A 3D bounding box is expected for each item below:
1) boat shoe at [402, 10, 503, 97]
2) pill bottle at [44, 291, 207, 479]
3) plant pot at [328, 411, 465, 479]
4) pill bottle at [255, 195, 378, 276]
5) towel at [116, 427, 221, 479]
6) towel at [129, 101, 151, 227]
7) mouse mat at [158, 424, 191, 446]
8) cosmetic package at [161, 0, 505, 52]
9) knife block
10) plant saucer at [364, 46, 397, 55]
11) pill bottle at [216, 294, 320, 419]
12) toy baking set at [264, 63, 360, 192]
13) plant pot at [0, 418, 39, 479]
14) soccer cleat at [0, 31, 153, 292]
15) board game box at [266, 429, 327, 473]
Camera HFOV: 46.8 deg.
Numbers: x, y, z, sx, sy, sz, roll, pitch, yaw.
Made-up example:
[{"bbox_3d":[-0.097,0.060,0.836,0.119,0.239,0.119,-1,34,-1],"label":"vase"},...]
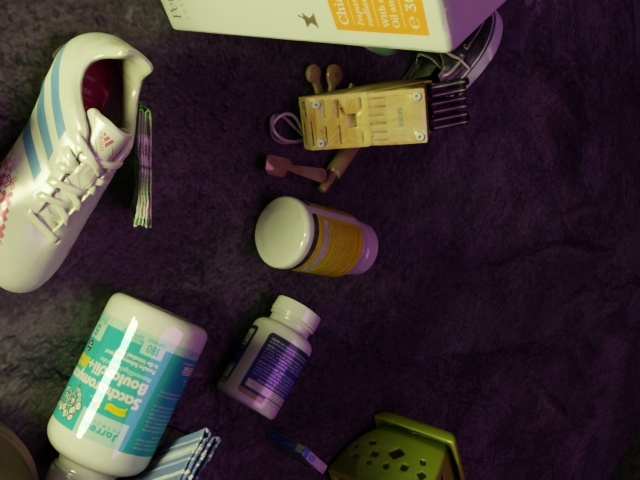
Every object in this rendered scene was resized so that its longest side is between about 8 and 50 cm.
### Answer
[{"bbox_3d":[0.229,-0.340,1.403,0.306,0.113,0.105,-51,131,-2],"label":"boat shoe"},{"bbox_3d":[-0.270,0.214,0.999,0.146,0.146,0.264,34,77,-49],"label":"pill bottle"},{"bbox_3d":[0.181,0.510,1.568,0.207,0.228,0.227,-49,135,-36],"label":"plant pot"},{"bbox_3d":[0.000,0.000,1.253,0.209,0.119,0.119,12,94,-50],"label":"pill bottle"},{"bbox_3d":[-0.263,0.401,0.922,0.040,0.243,0.336,46,40,-18],"label":"towel"},{"bbox_3d":[-0.237,-0.100,0.963,0.023,0.113,0.151,-2,105,-20],"label":"towel"},{"bbox_3d":[-0.268,0.363,1.164,0.190,0.007,0.152,40,73,-47],"label":"mouse mat"},{"bbox_3d":[-0.021,-0.364,0.838,0.161,0.453,0.230,-45,133,-28],"label":"cosmetic package"},{"bbox_3d":[0.119,-0.227,1.268,0.242,0.276,0.088,-63,149,-71],"label":"knife block"},{"bbox_3d":[0.038,-0.412,1.057,0.044,0.317,0.317,-18,124,-2],"label":"plant saucer"},{"bbox_3d":[-0.080,0.192,1.234,0.186,0.112,0.112,-59,138,-15],"label":"pill bottle"},{"bbox_3d":[-0.005,-0.182,1.256,0.196,0.030,0.256,48,64,-41],"label":"toy baking set"},{"bbox_3d":[-0.410,0.364,0.792,0.323,0.281,0.322,-21,119,-44],"label":"plant pot"},{"bbox_3d":[-0.296,-0.088,0.864,0.116,0.143,0.331,20,88,-50],"label":"soccer cleat"},{"bbox_3d":[-0.043,0.390,1.364,0.020,0.090,0.090,-58,137,-20],"label":"board game box"}]
